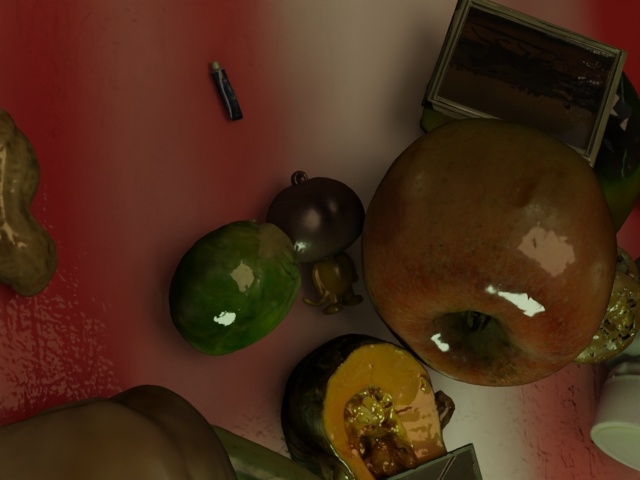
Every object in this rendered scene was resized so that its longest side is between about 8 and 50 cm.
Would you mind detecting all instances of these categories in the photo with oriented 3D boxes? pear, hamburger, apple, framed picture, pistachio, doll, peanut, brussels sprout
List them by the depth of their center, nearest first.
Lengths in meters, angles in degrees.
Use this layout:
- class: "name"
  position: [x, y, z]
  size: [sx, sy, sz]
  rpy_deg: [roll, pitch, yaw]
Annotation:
- class: "pistachio"
  position: [-0.255, 0.353, 1.499]
  size: [0.365, 0.281, 0.446]
  rpy_deg: [37, 59, -17]
- class: "peanut"
  position: [-0.367, -0.046, 1.603]
  size: [0.103, 0.098, 0.230]
  rpy_deg: [-11, 91, -8]
- class: "brussels sprout"
  position: [-0.105, 0.055, 1.731]
  size: [0.161, 0.143, 0.181]
  rpy_deg: [47, 61, -37]
- class: "framed picture"
  position: [0.149, 0.334, 1.781]
  size: [0.149, 0.011, 0.109]
  rpy_deg: [-16, 95, -30]
- class: "apple"
  position: [0.223, 0.010, 1.825]
  size: [0.338, 0.338, 0.305]
  rpy_deg: [41, 46, -22]
- class: "doll"
  position: [-0.008, 0.004, 1.843]
  size: [0.145, 0.096, 0.188]
  rpy_deg: [3, 91, -28]
- class: "framed picture"
  position: [0.286, -0.226, 1.927]
  size: [0.252, 0.014, 0.197]
  rpy_deg: [20, 69, 1]
- class: "hamburger"
  position: [0.382, 0.085, 1.992]
  size: [0.177, 0.185, 0.113]
  rpy_deg: [19, 39, -10]
- class: "pear"
  position: [0.350, -0.157, 2.047]
  size: [0.398, 0.165, 0.399]
  rpy_deg: [7, 76, -29]

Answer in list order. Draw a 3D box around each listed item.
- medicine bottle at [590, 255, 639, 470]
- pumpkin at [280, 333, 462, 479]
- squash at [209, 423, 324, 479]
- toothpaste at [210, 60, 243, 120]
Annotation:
- class: "medicine bottle"
  position: [0.542, 0.187, 2.088]
  size: [0.241, 0.241, 0.302]
  rpy_deg: [35, 65, -25]
- class: "pumpkin"
  position: [0.085, 0.271, 1.830]
  size: [0.221, 0.139, 0.317]
  rpy_deg: [-24, 95, -32]
- class: "squash"
  position: [-0.073, 0.298, 1.716]
  size: [0.250, 0.083, 0.083]
  rpy_deg: [26, 67, -4]
- class: "toothpaste"
  position: [-0.124, -0.196, 1.836]
  size: [0.027, 0.019, 0.083]
  rpy_deg: [-33, 103, -58]
